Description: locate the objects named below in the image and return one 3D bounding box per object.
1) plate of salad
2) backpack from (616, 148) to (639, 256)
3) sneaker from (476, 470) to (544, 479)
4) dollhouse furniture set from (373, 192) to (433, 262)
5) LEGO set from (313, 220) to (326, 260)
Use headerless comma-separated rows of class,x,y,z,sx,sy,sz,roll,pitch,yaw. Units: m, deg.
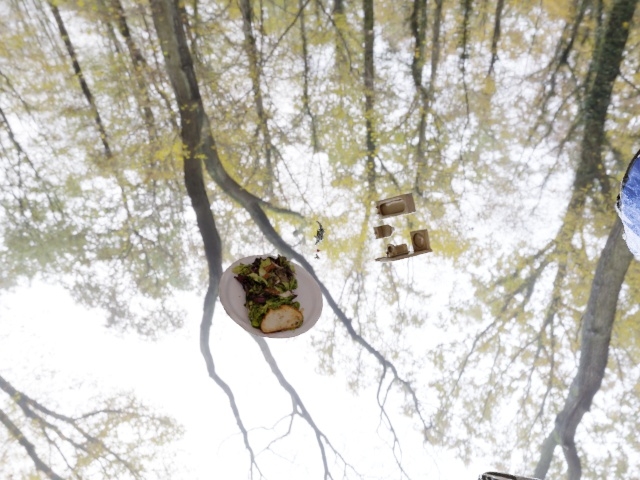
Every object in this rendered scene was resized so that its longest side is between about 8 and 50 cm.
plate of salad,-0.087,0.093,0.893,0.199,0.048,0.200,11,-138,-11
backpack,0.231,-0.033,0.255,0.120,0.098,0.101,-39,-147,-2
sneaker,0.355,0.391,0.674,0.271,0.100,0.108,7,-166,34
dollhouse furniture set,0.168,-0.029,1.187,0.123,0.151,0.144,-12,-179,-34
LEGO set,0.001,0.001,1.011,0.023,0.083,0.054,0,-165,12
